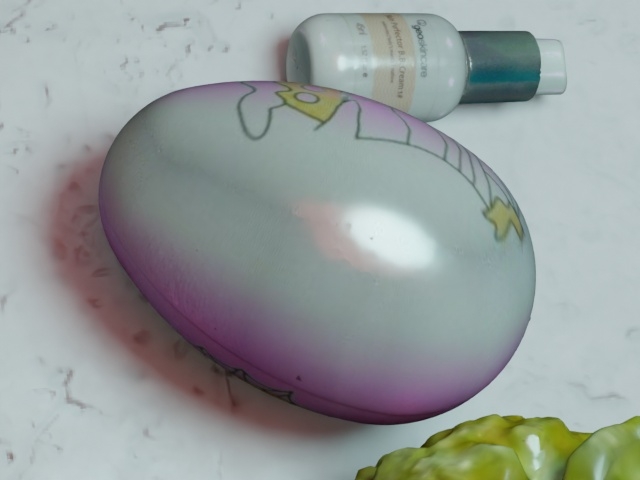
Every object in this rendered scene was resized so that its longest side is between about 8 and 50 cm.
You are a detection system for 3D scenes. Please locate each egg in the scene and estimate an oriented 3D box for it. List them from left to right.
[{"bbox_3d":[0.000,0.000,1.179,0.271,0.196,0.196,36,69,-1],"label":"egg"}]

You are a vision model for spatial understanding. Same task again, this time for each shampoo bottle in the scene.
[{"bbox_3d":[0.076,-0.114,1.291,0.192,0.074,0.074,-2,78,-19],"label":"shampoo bottle"}]

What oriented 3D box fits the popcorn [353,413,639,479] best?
[{"bbox_3d":[0.114,0.233,1.142,0.276,0.225,0.276,4,73,-14],"label":"popcorn"}]
